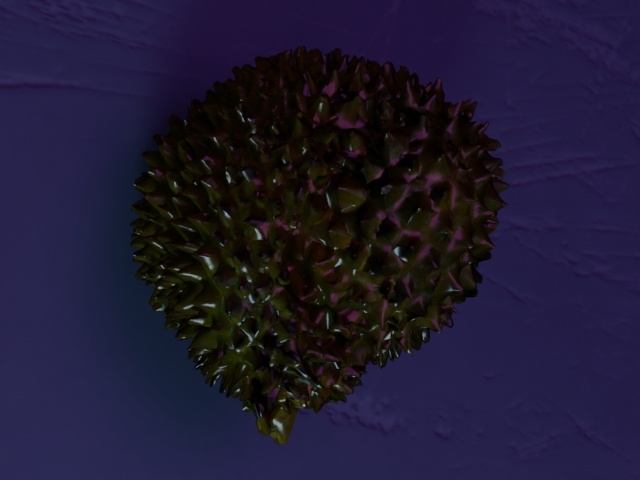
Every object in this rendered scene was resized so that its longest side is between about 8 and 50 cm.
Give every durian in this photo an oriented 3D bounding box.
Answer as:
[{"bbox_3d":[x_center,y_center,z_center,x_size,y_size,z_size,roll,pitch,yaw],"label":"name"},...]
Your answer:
[{"bbox_3d":[-0.004,-0.010,1.117,0.293,0.258,0.258,-40,105,-30],"label":"durian"}]
